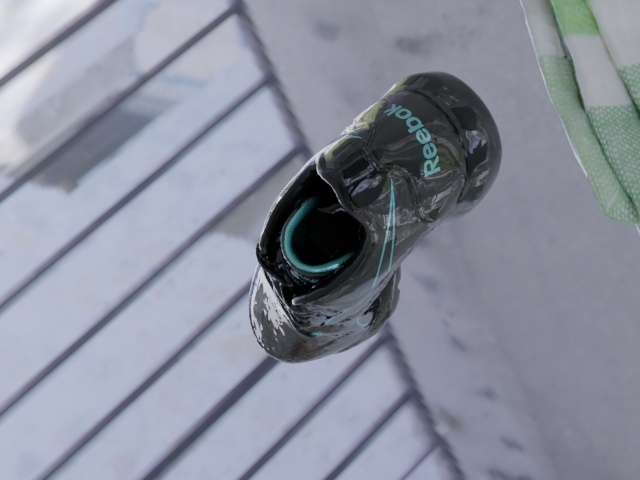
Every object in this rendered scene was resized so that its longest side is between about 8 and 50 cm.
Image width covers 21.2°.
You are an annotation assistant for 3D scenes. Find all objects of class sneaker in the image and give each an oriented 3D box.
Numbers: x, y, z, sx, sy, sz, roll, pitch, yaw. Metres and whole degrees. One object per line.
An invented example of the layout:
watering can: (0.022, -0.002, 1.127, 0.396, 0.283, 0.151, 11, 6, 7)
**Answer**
sneaker: (0.000, 0.000, 0.974, 0.101, 0.106, 0.267, 50, 145, 13)

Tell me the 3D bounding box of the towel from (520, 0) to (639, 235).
towel: (0.146, -0.158, 0.506, 0.038, 0.248, 0.325, 110, 145, -63)
